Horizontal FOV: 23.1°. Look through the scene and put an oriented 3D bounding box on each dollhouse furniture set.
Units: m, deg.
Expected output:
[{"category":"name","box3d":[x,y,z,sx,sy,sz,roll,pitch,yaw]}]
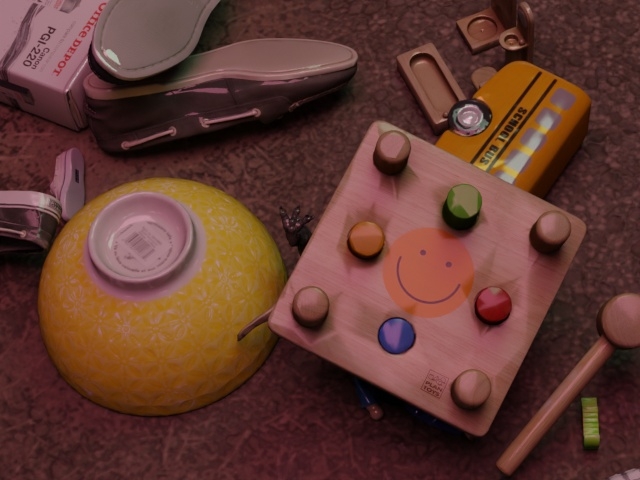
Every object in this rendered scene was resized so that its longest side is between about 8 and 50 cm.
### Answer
[{"category":"dollhouse furniture set","box3d":[0.175,-0.240,1.877,0.151,0.123,0.144,-22,60,-7]}]

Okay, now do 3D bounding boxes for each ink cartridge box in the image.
[{"category":"ink cartridge box","box3d":[-0.359,-0.249,1.956,0.218,0.092,0.158,22,64,15]}]

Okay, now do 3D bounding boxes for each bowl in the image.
[{"category":"bowl","box3d":[-0.186,0.032,1.736,0.289,0.156,0.289,-3,59,4]}]

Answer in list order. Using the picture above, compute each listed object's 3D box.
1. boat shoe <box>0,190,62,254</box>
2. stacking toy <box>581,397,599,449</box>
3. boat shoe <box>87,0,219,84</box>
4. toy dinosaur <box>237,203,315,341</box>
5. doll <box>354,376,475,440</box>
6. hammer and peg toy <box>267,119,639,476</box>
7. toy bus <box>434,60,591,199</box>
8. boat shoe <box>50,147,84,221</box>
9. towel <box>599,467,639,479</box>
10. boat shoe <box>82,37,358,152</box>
[{"category":"boat shoe","box3d":[-0.401,-0.013,1.805,0.219,0.078,0.070,-4,62,28]},{"category":"stacking toy","box3d":[0.360,0.256,1.610,0.167,0.052,0.221,-2,59,4]},{"category":"boat shoe","box3d":[-0.198,-0.260,1.880,0.114,0.091,0.302,46,41,-6]},{"category":"toy dinosaur","box3d":[0.000,0.000,1.723,0.064,0.118,0.268,27,46,24]},{"category":"doll","box3d":[0.098,0.142,1.704,0.189,0.046,0.129,25,77,19]},{"category":"hammer and peg toy","box3d":[0.156,0.067,1.606,0.361,0.127,0.266,28,80,4]},{"category":"toy bus","box3d":[0.168,-0.049,1.777,0.130,0.108,0.332,30,66,18]},{"category":"boat shoe","box3d":[-0.307,-0.064,1.879,0.035,0.035,0.100,-18,59,27]},{"category":"towel","box3d":[0.282,0.375,1.475,0.235,0.121,0.283,-19,71,-2]},{"category":"boat shoe","box3d":[-0.119,-0.175,1.901,0.335,0.095,0.112,-7,32,-3]}]
